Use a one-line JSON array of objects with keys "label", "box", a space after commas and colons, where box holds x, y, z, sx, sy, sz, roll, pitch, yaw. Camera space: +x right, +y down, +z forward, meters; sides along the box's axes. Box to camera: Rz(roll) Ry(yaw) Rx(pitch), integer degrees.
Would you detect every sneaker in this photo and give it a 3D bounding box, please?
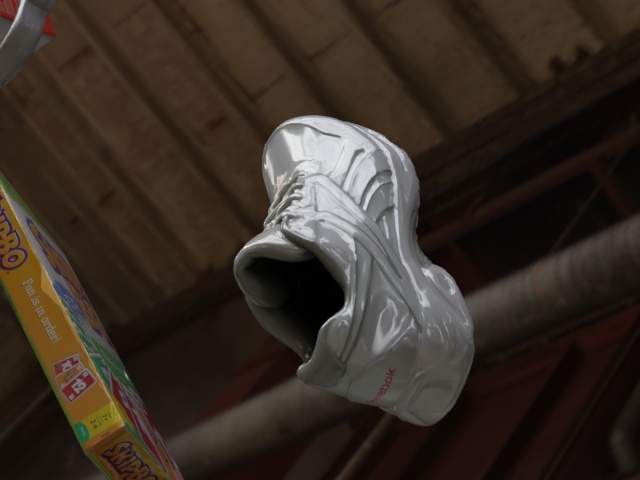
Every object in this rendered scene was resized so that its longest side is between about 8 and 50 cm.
[{"label": "sneaker", "box": [0.000, 0.000, 0.976, 0.115, 0.232, 0.090, 12, -58, -31]}]

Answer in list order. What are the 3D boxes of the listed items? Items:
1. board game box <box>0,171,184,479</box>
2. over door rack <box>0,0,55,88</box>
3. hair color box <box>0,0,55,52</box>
[{"label": "board game box", "box": [-0.157, 0.056, 1.072, 0.259, 0.039, 0.124, 53, -5, 36]}, {"label": "over door rack", "box": [-0.298, -0.167, 0.920, 0.239, 0.108, 0.324, 34, -17, -27]}, {"label": "hair color box", "box": [-0.269, -0.166, 1.277, 0.072, 0.141, 0.043, -30, -113, 23]}]
